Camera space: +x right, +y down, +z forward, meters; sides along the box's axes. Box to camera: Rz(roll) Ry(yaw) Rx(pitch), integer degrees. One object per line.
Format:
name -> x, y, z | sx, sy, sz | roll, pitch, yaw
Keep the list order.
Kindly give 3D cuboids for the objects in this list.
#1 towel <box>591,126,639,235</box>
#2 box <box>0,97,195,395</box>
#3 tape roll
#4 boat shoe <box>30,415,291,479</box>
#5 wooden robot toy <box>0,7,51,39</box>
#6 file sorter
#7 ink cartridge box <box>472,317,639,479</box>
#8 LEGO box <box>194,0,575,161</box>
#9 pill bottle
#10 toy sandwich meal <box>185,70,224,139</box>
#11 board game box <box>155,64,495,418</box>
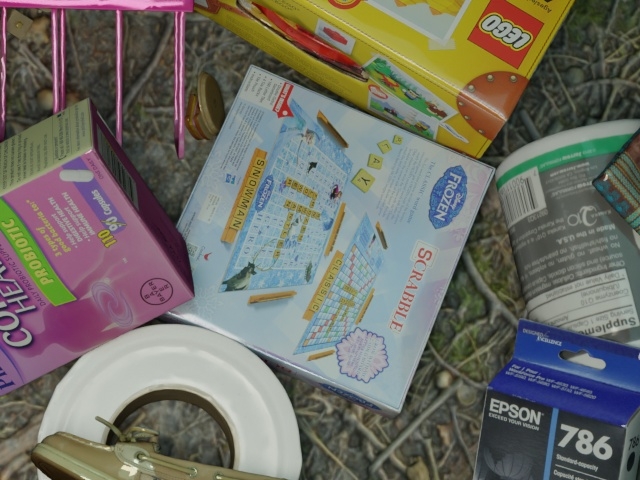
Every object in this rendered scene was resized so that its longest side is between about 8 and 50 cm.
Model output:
towel -> 0.502, -0.023, 1.527 | 0.370, 0.040, 0.271 | 45, 72, -6
box -> -0.291, 0.009, 1.481 | 0.243, 0.117, 0.214 | -26, 123, 6
tape roll -> -0.166, 0.236, 1.534 | 0.286, 0.100, 0.286 | 2, 76, -6
boat shoe -> -0.153, 0.247, 1.435 | 0.285, 0.104, 0.089 | 23, 69, -11
wooden robot toy -> -0.345, -0.329, 1.688 | 0.076, 0.079, 0.173 | 12, 98, -36
file sorter -> -0.291, -0.187, 1.563 | 0.290, 0.202, 0.182 | 0, 100, -8
ink cartridge box -> 0.245, 0.262, 1.491 | 0.165, 0.065, 0.333 | 12, 100, 32
LEGO box -> 0.068, -0.381, 1.678 | 0.500, 0.193, 0.372 | 30, 73, 2
pill bottle -> 0.334, 0.063, 1.586 | 0.204, 0.204, 0.361 | -10, 77, -9
toy sandwich meal -> -0.138, -0.157, 1.659 | 0.029, 0.085, 0.086 | -9, 75, 14
board game box -> 0.000, 0.000, 1.633 | 0.318, 0.066, 0.319 | 24, 74, 0
